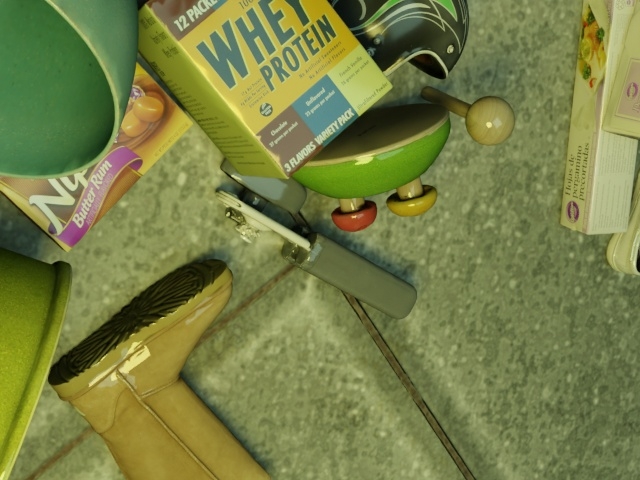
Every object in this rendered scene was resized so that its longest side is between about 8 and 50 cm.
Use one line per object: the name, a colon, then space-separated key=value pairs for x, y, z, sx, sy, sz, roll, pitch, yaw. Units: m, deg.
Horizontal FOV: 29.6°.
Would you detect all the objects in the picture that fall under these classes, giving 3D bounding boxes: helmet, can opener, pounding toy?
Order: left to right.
can opener: x=0.000 y=0.000 z=1.352 sx=0.280 sy=0.074 sz=0.093 roll=34 pitch=87 yaw=-29
helmet: x=0.072 y=-0.239 z=1.272 sx=0.161 sy=0.169 sz=0.169 roll=-20 pitch=112 yaw=-8
pounding toy: x=0.083 y=-0.076 z=1.306 sx=0.237 sy=0.183 sz=0.110 roll=-23 pitch=109 yaw=-23

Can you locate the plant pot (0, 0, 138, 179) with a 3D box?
plant pot: x=-0.280 y=-0.221 z=1.068 sx=0.290 sy=0.290 sz=0.195 roll=41 pitch=49 yaw=-29

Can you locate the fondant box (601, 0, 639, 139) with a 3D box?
fondant box: x=0.520 y=-0.210 z=1.463 sx=0.330 sy=0.096 sz=0.238 roll=10 pitch=99 yaw=-27

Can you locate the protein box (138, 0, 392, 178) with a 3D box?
protein box: x=-0.069 y=-0.179 z=1.174 sx=0.136 sy=0.200 sz=0.201 roll=-42 pitch=104 yaw=-10

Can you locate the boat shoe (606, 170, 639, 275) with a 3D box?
boat shoe: x=0.431 y=-0.040 z=1.555 sx=0.066 sy=0.063 sz=0.184 roll=30 pitch=90 yaw=-29

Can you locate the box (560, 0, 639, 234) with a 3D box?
box: x=0.350 y=-0.170 z=1.479 sx=0.067 sy=0.063 sz=0.324 roll=-4 pitch=106 yaw=-24

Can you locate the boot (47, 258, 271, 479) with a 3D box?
boot: x=-0.136 y=0.181 z=1.336 sx=0.236 sy=0.089 sz=0.269 roll=-35 pitch=117 yaw=-2

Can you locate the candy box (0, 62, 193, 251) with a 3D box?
candy box: x=-0.234 y=-0.093 z=1.225 sx=0.186 sy=0.053 sz=0.109 roll=-47 pitch=119 yaw=-9

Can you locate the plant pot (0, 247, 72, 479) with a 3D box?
plant pot: x=-0.450 y=0.119 z=1.036 sx=0.353 sy=0.366 sz=0.366 roll=25 pitch=93 yaw=-18
